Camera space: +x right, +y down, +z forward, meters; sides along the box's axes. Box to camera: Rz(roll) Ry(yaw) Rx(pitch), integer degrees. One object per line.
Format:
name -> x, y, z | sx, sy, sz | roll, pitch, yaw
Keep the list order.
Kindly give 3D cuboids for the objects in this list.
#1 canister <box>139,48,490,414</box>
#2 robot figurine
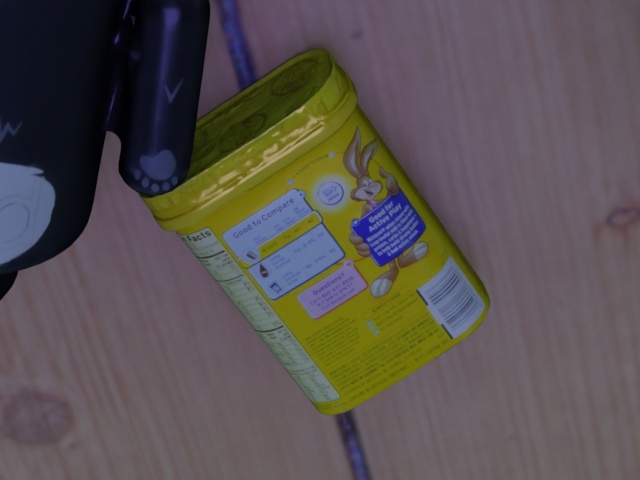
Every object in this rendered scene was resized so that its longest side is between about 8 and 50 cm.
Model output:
canister -> 0.000, 0.000, 0.929 | 0.126, 0.073, 0.170 | -32, 114, 9
robot figurine -> -0.180, -0.093, 0.818 | 0.209, 0.173, 0.278 | -1, 116, -31
